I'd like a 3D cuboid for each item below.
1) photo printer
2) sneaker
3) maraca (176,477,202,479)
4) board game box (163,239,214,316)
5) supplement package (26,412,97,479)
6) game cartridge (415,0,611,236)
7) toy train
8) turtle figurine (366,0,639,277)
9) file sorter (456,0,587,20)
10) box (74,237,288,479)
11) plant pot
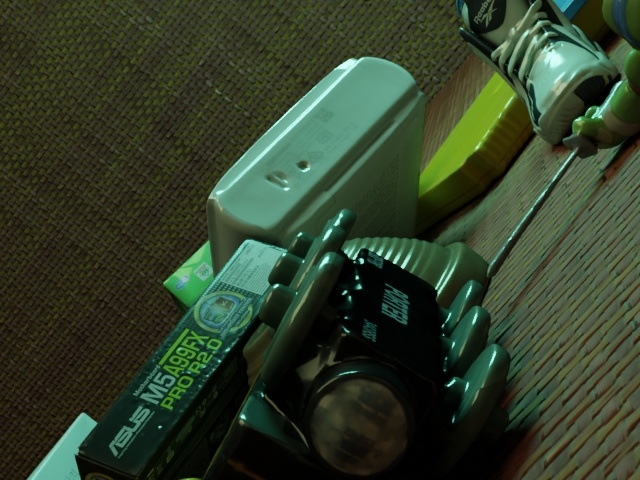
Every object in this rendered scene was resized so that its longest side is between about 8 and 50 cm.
[{"bbox_3d":[0.000,0.000,1.331,0.256,0.107,0.307,-47,-25,-29],"label":"photo printer"},{"bbox_3d":[0.184,-0.178,1.194,0.094,0.153,0.235,-51,2,26],"label":"sneaker"},{"bbox_3d":[-0.078,0.216,0.921,0.186,0.099,0.127,-18,23,31],"label":"maraca"},{"bbox_3d":[-0.026,-0.003,1.491,0.317,0.046,0.213,-44,-24,-13],"label":"board game box"},{"bbox_3d":[-0.299,0.372,1.451,0.293,0.175,0.177,-49,5,28],"label":"supplement package"},{"bbox_3d":[0.220,-0.158,1.480,0.323,0.053,0.285,-54,4,-16],"label":"game cartridge"},{"bbox_3d":[0.007,0.098,0.762,0.190,0.142,0.334,-60,1,9],"label":"toy train"},{"bbox_3d":[0.172,-0.169,0.900,0.275,0.198,0.266,-44,2,33],"label":"turtle figurine"},{"bbox_3d":[0.215,-0.267,1.381,0.118,0.104,0.170,-51,4,21],"label":"file sorter"},{"bbox_3d":[-0.094,0.162,1.121,0.270,0.060,0.216,-54,-28,-40],"label":"box"},{"bbox_3d":[0.018,0.075,1.031,0.237,0.110,0.237,-50,4,5],"label":"plant pot"}]
